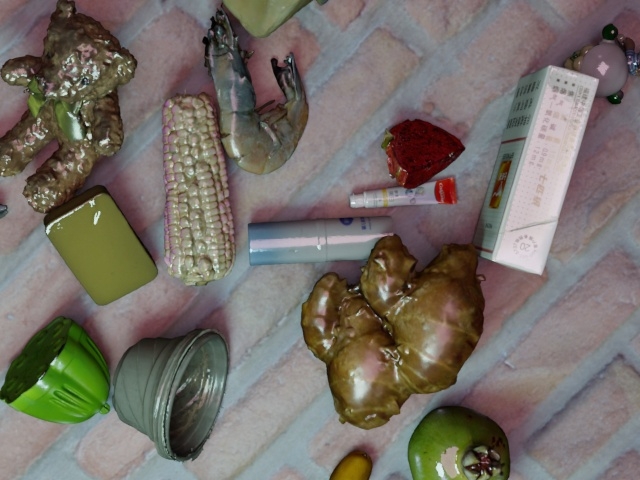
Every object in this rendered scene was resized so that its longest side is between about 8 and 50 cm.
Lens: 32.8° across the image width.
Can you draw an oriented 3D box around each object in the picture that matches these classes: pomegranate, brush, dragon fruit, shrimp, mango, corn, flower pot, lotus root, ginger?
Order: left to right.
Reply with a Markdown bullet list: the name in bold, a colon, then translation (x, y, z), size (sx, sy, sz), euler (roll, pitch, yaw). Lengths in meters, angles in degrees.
- **lotus root**: translation (-0.421, 0.245, 1.838), size (0.186, 0.186, 0.186), euler (0, 93, -3)
- **brush**: translation (-0.370, 0.008, 1.829), size (0.123, 0.059, 0.197), euler (-30, 126, -4)
- **flower pot**: translation (-0.259, 0.247, 1.830), size (0.141, 0.235, 0.235), euler (13, 93, 21)
- **corn**: translation (-0.209, -0.089, 1.848), size (0.127, 0.126, 0.335), euler (-1, 89, -3)
- **shrimp**: translation (-0.101, -0.260, 1.851), size (0.178, 0.075, 0.289), euler (-12, 87, -31)
- **mango**: translation (0.049, 0.421, 1.901), size (0.060, 0.080, 0.114), euler (34, 74, 0)
- **ginger**: translation (0.131, 0.142, 1.845), size (0.357, 0.152, 0.274), euler (-32, 82, 15)
- **dragon fruit**: translation (0.159, -0.150, 1.886), size (0.162, 0.083, 0.106), euler (-28, 69, -34)
- **pomegranate**: translation (0.232, 0.371, 1.856), size (0.179, 0.210, 0.179), euler (-3, 79, 17)

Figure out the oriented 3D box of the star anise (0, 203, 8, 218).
- **star anise**: translation (-0.631, -0.035, 1.849), size (0.205, 0.061, 0.180), euler (-20, 89, -1)

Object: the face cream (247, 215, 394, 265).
- **face cream**: translation (0.000, 0.000, 1.882), size (0.250, 0.077, 0.077), euler (-4, 93, -4)

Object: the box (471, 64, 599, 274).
- **box**: translation (0.353, -0.116, 1.830), size (0.095, 0.210, 0.330), euler (17, 91, -3)

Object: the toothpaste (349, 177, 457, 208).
- **toothpaste**: translation (0.145, -0.078, 1.911), size (0.190, 0.031, 0.048), euler (-6, 88, -5)

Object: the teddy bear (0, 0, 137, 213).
- **teddy bear**: translation (-0.426, -0.209, 1.764), size (0.246, 0.222, 0.296), euler (39, 84, 13)

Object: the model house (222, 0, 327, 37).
- **model house**: translation (-0.020, -0.588, 1.715), size (0.334, 0.382, 0.342), euler (51, 54, -5)

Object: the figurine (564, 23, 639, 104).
- **figurine**: translation (0.521, -0.308, 1.892), size (0.197, 0.093, 0.147), euler (-17, 116, -10)
